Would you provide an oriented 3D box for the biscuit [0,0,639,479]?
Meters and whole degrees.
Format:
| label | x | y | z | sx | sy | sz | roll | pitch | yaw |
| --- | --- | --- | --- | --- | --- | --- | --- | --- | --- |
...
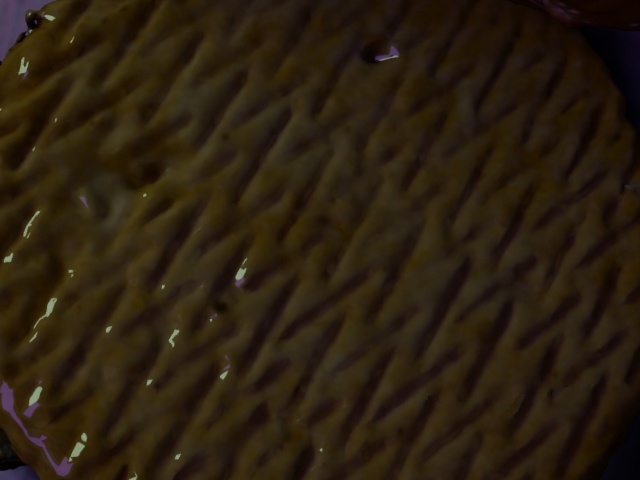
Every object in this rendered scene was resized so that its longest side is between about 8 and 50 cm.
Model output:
| label | x | y | z | sx | sy | sz | roll | pitch | yaw |
| --- | --- | --- | --- | --- | --- | --- | --- | --- | --- |
| biscuit | 0.000 | 0.000 | 0.567 | 0.035 | 0.254 | 0.254 | 122 | 142 | -67 |

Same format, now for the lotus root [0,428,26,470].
| label | x | y | z | sx | sy | sz | roll | pitch | yaw |
| --- | --- | --- | --- | --- | --- | --- | --- | --- | --- |
| lotus root | -0.132 | 0.019 | 0.758 | 0.089 | 0.080 | 0.179 | 12 | 88 | 41 |

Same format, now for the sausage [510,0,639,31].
| label | x | y | z | sx | sy | sz | roll | pitch | yaw |
| --- | --- | --- | --- | --- | --- | --- | --- | --- | --- |
| sausage | 0.174 | -0.209 | 0.529 | 0.094 | 0.097 | 0.348 | 43 | 107 | 20 |
